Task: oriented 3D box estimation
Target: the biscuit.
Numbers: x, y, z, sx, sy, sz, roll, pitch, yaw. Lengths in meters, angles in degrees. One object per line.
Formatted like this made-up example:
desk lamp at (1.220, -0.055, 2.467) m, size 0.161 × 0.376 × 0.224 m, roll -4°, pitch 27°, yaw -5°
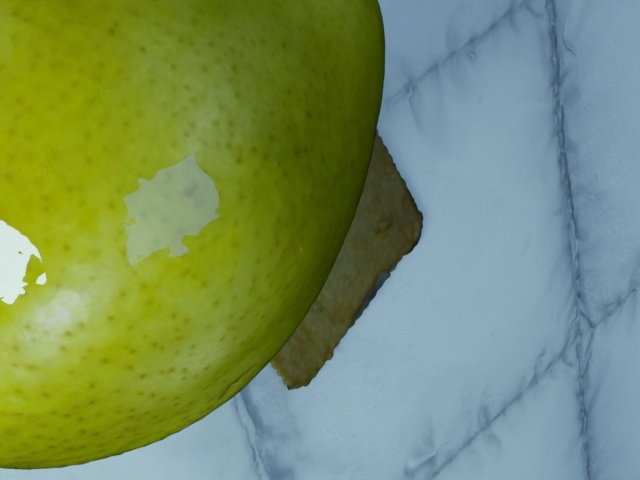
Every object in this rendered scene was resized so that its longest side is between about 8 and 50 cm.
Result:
biscuit at (0.000, 0.000, 1.376) m, size 0.232 × 0.013 × 0.237 m, roll -51°, pitch 139°, yaw -19°

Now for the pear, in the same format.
pear at (-0.146, -0.053, 0.916) m, size 0.418 × 0.362 × 0.362 m, roll -50°, pitch 138°, yaw -13°
